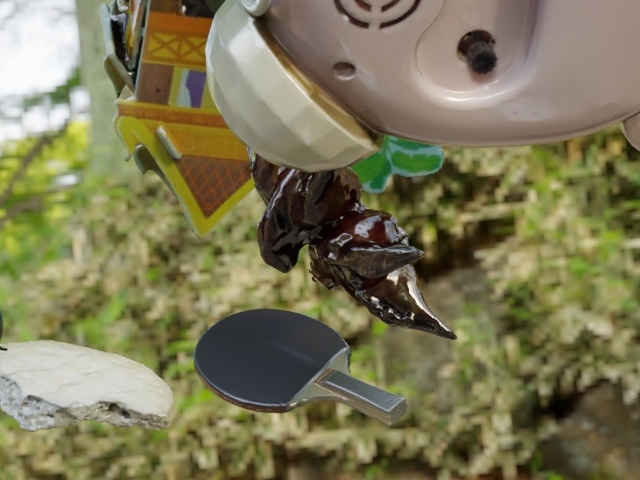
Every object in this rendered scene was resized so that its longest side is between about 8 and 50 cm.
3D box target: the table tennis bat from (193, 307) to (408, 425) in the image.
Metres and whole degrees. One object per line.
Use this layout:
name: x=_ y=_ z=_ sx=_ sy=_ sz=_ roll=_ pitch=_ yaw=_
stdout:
table tennis bat: x=-0.018 y=0.119 z=1.617 sx=0.220 sy=0.019 sz=0.130 roll=21 pitch=44 yaw=32

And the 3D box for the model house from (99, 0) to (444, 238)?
model house: x=-0.046 y=-0.170 z=1.761 sx=0.357 sy=0.313 sz=0.242 roll=3 pitch=31 yaw=-15

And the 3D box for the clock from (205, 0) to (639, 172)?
clock: x=0.091 y=-0.200 z=1.143 sx=0.326 sy=0.342 sz=0.184 roll=1 pitch=28 yaw=-8

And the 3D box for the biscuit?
biscuit: x=-0.282 y=0.164 z=1.997 sx=0.265 sy=0.040 sz=0.188 roll=15 pitch=22 yaw=20

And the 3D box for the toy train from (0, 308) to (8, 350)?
toy train: x=-0.440 y=-0.001 z=1.614 sx=0.160 sy=0.253 sz=0.397 roll=-29 pitch=26 yaw=-34

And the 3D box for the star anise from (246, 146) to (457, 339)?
star anise: x=0.000 y=0.000 z=1.483 sx=0.102 sy=0.272 sz=0.272 roll=-37 pitch=3 yaw=-12
